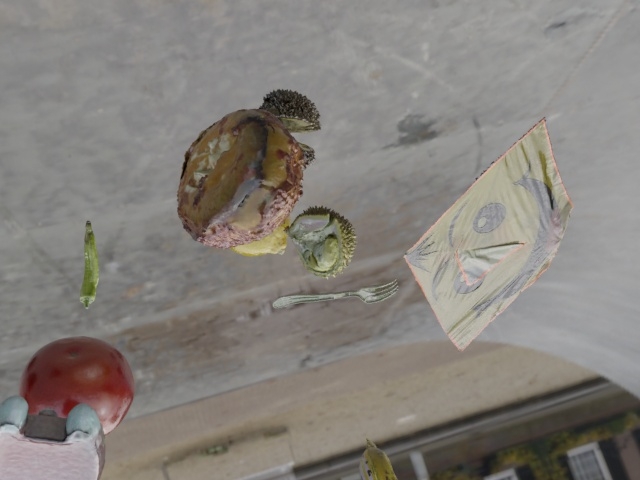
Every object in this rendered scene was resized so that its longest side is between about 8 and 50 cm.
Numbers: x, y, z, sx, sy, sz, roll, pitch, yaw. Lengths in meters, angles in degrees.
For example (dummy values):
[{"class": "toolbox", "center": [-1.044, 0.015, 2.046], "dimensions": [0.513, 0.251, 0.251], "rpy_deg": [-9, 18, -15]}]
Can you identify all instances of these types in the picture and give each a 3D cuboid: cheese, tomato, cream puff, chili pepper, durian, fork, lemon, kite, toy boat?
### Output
[{"class": "cheese", "center": [0.126, 0.478, 1.567], "dimensions": [0.064, 0.250, 0.156], "rpy_deg": [-26, 136, 3]}, {"class": "tomato", "center": [-0.401, 0.240, 1.403], "dimensions": [0.195, 0.195, 0.136], "rpy_deg": [-10, 118, -25]}, {"class": "cream puff", "center": [-0.123, -0.095, 1.380], "dimensions": [0.164, 0.240, 0.240], "rpy_deg": [33, 134, -30]}, {"class": "chili pepper", "center": [-0.549, 0.059, 2.029], "dimensions": [0.043, 0.208, 0.049], "rpy_deg": [-3, 174, 41]}, {"class": "durian", "center": [0.000, 0.000, 1.723], "dimensions": [0.102, 0.147, 0.208], "rpy_deg": [-16, -160, -41]}, {"class": "fork", "center": [0.023, 0.095, 1.457], "dimensions": [0.219, 0.028, 0.034], "rpy_deg": [-8, 128, 10]}, {"class": "lemon", "center": [-0.171, -0.050, 2.170], "dimensions": [0.187, 0.244, 0.187], "rpy_deg": [-30, 143, -26]}, {"class": "durian", "center": [-0.084, -0.246, 1.941], "dimensions": [0.167, 0.196, 0.196], "rpy_deg": [30, 138, -26]}, {"class": "kite", "center": [0.240, 0.005, 1.209], "dimensions": [0.327, 0.013, 0.378], "rpy_deg": [-7, 122, -35]}, {"class": "toy boat", "center": [-0.359, 0.270, 1.112], "dimensions": [0.155, 0.085, 0.227], "rpy_deg": [7, 132, -14]}]
